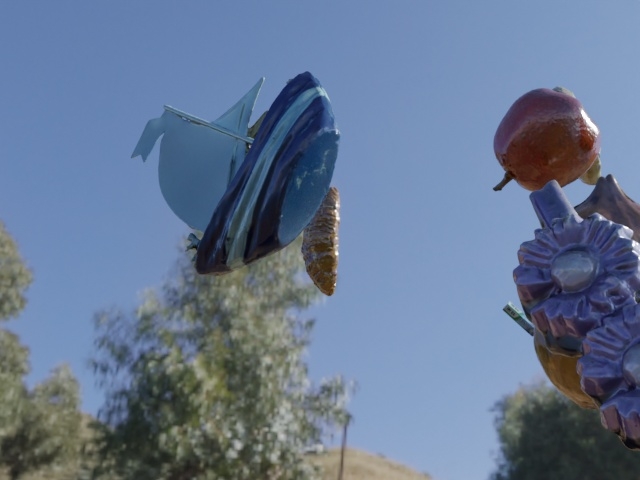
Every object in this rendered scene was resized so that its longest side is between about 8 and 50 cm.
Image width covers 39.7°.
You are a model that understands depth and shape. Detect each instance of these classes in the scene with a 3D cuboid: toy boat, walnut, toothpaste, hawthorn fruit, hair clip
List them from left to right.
[{"bbox_3d":[-0.113,-0.087,0.896,0.291,0.221,0.067,25,-3,42],"label":"toy boat"},{"bbox_3d":[0.416,0.163,1.836,0.083,0.017,0.020,43,-54,9],"label":"toothpaste"},{"bbox_3d":[0.406,-0.171,1.660,0.225,0.196,0.196,-44,-37,-7],"label":"hawthorn fruit"},{"bbox_3d":[0.410,0.073,1.266,0.208,0.336,0.209,1,3,0],"label":"walnut"},{"bbox_3d":[0.217,0.060,0.654,0.106,0.292,0.084,-33,-51,10],"label":"hair clip"}]

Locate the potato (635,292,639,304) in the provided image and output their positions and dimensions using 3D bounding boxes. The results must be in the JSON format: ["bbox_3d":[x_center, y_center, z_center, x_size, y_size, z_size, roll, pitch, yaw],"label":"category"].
[{"bbox_3d":[0.435,0.077,0.844,0.246,0.300,0.196,24,-76,4],"label":"potato"}]

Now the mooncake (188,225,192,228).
[{"bbox_3d":[-0.158,-0.095,1.444,0.168,0.104,0.175,-38,-3,23],"label":"mooncake"}]

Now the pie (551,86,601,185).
[{"bbox_3d":[0.522,-0.210,1.809,0.052,0.185,0.218,-20,-75,6],"label":"pie"}]

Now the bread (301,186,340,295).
[{"bbox_3d":[0.000,0.000,1.859,0.076,0.233,0.105,6,-10,-8],"label":"bread"}]
